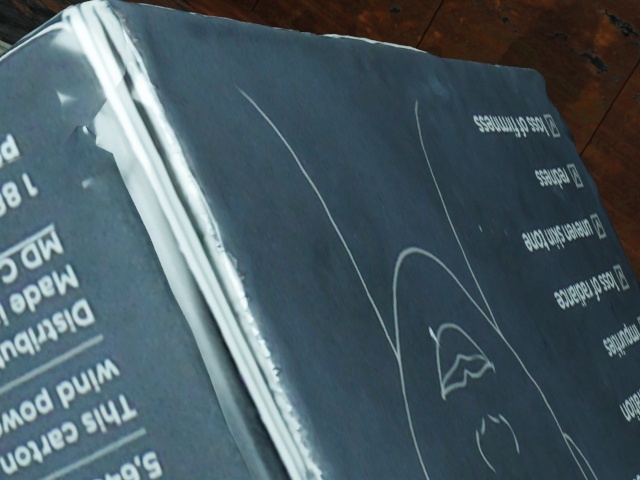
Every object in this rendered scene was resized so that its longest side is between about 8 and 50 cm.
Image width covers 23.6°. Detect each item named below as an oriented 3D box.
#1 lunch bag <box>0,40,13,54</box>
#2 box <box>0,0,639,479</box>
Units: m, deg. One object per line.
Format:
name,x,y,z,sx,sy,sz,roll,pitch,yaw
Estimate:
lunch bag,-0.398,-0.130,1.514,0.287,0.169,0.235,28,19,11
box,0.013,0.189,0.649,0.472,0.297,0.480,64,22,8
